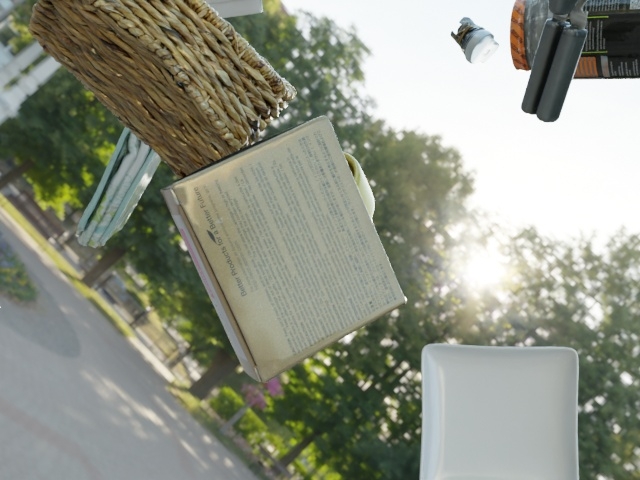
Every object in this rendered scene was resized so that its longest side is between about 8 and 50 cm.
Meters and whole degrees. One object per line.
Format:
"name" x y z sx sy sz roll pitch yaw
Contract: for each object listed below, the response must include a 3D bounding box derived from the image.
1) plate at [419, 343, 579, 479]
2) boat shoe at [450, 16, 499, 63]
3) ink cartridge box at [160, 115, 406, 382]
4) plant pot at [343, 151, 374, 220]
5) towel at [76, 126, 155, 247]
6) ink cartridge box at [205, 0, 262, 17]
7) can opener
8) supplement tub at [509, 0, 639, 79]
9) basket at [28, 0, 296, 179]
"plate" 0.318 0.326 1.550 0.277 0.278 0.045 1 -4 7
"boat shoe" 0.277 -0.377 1.611 0.083 0.065 0.183 42 16 10
"ink cartridge box" -0.040 0.007 0.960 0.234 0.193 0.088 67 -17 -10
"plant pot" 0.000 0.000 1.592 0.254 0.254 0.239 33 -22 53
"towel" -0.454 -0.170 2.067 0.090 0.374 0.320 30 6 -9
"ink cartridge box" -0.218 -0.568 1.731 0.232 0.171 0.168 -105 -173 -49
"can opener" 0.377 -0.327 1.383 0.074 0.093 0.280 43 -46 46
"supplement tub" 0.549 -0.416 1.716 0.316 0.193 0.193 5 -30 25
"basket" -0.162 -0.255 1.052 0.299 0.223 0.213 45 -27 -11
